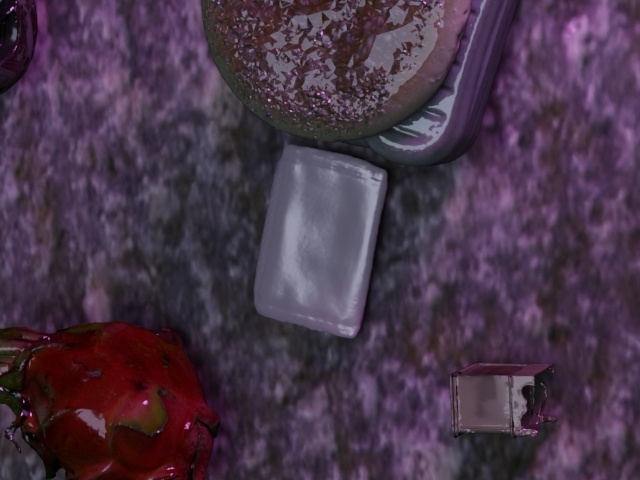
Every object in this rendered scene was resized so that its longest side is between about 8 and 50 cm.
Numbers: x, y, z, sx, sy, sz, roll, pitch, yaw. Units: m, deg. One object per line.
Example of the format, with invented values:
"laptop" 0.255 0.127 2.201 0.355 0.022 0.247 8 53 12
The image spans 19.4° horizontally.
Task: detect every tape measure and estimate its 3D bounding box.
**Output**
"tape measure" 0.074 -0.203 1.747 0.246 0.125 0.243 21 98 17

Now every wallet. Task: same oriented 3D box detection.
"wallet" 0.000 0.000 1.858 0.124 0.032 0.183 14 101 22

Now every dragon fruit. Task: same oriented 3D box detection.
"dragon fruit" -0.235 0.183 1.899 0.269 0.198 0.200 -2 74 6

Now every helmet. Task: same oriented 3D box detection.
"helmet" -0.358 -0.221 1.950 0.153 0.107 0.177 9 82 26

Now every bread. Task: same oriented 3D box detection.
"bread" 0.011 -0.221 1.681 0.267 0.040 0.267 1 92 19

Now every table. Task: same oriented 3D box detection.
"table" 0.174 0.152 1.775 0.083 0.079 0.062 -1 96 23
